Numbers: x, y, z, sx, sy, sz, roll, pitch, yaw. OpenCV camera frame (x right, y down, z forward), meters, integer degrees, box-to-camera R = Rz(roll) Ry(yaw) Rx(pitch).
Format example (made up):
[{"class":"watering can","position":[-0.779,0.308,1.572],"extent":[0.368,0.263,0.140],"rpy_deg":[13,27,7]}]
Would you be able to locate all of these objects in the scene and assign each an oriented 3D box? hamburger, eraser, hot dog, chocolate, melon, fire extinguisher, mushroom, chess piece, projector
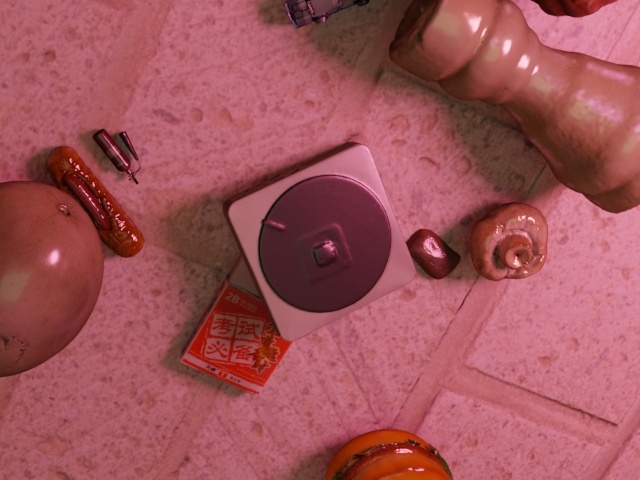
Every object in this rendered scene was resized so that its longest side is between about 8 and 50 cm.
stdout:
[{"class":"hamburger","position":[0.121,0.455,1.651],"extent":[0.246,0.170,0.246],"rpy_deg":[-9,121,-15]},{"class":"eraser","position":[-0.122,0.146,1.565],"extent":[0.157,0.038,0.230],"rpy_deg":[27,106,-17]},{"class":"hot dog","position":[-0.366,-0.056,1.445],"extent":[0.066,0.047,0.215],"rpy_deg":[-30,112,7]},{"class":"chocolate","position":[0.198,0.025,1.566],"extent":[0.064,0.031,0.101],"rpy_deg":[-44,109,5]},{"class":"melon","position":[-0.480,0.068,1.361],"extent":[0.268,0.268,0.330],"rpy_deg":[39,110,-20]},{"class":"fire extinguisher","position":[-0.315,-0.140,1.434],"extent":[0.046,0.032,0.100],"rpy_deg":[-47,114,-26]},{"class":"mushroom","position":[0.323,0.004,1.531],"extent":[0.148,0.112,0.148],"rpy_deg":[0,118,-1]},{"class":"chess piece","position":[0.331,-0.241,1.377],"extent":[0.442,0.234,0.234],"rpy_deg":[30,105,-14]},{"class":"projector","position":[0.000,0.000,1.487],"extent":[0.257,0.079,0.259],"rpy_deg":[-26,108,-12]}]

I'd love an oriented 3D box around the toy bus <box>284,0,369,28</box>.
[{"class":"toy bus","position":[0.022,-0.372,1.366],"extent":[0.153,0.061,0.051],"rpy_deg":[-22,114,3]}]

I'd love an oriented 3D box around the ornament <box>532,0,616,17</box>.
[{"class":"ornament","position":[0.347,-0.442,1.276],"extent":[0.235,0.221,0.218],"rpy_deg":[-23,149,24]}]
